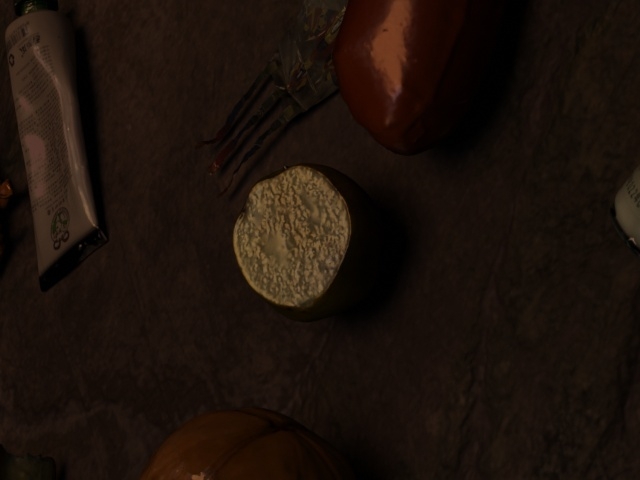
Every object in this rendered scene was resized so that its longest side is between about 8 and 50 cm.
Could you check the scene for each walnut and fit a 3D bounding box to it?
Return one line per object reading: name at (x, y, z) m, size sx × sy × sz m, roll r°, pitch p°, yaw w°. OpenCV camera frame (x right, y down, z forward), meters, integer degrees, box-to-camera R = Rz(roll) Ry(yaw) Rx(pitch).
walnut at (-0.068, 0.247, 1.602) m, size 0.222 × 0.195 × 0.195 m, roll -60°, pitch 38°, yaw 8°

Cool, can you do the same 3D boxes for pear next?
pear at (0.000, 0.000, 1.692) m, size 0.141 × 0.104 × 0.141 m, roll 1°, pitch 92°, yaw 33°

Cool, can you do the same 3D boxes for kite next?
kite at (-0.034, -0.146, 1.864) m, size 0.245 × 0.015 × 0.141 m, roll -46°, pitch 42°, yaw 24°

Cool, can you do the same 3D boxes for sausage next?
sausage at (0.092, -0.196, 1.640) m, size 0.133 × 0.133 × 0.258 m, roll 2°, pitch 73°, yaw 52°

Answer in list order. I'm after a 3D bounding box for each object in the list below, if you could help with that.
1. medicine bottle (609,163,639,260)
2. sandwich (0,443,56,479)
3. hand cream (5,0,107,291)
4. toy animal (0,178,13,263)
medicine bottle at (0.293, -0.046, 1.316) m, size 0.168 × 0.135 × 0.135 m, roll -53°, pitch 41°, yaw 23°
sandwich at (-0.311, 0.337, 1.946) m, size 0.096 × 0.094 × 0.258 m, roll -28°, pitch 53°, yaw 37°
hand cream at (-0.291, -0.120, 2.147) m, size 0.121 × 0.076 × 0.336 m, roll -37°, pitch 55°, yaw 44°
toy animal at (-0.389, -0.055, 2.223) m, size 0.116 × 0.114 × 0.255 m, roll 86°, pitch -170°, yaw -67°
